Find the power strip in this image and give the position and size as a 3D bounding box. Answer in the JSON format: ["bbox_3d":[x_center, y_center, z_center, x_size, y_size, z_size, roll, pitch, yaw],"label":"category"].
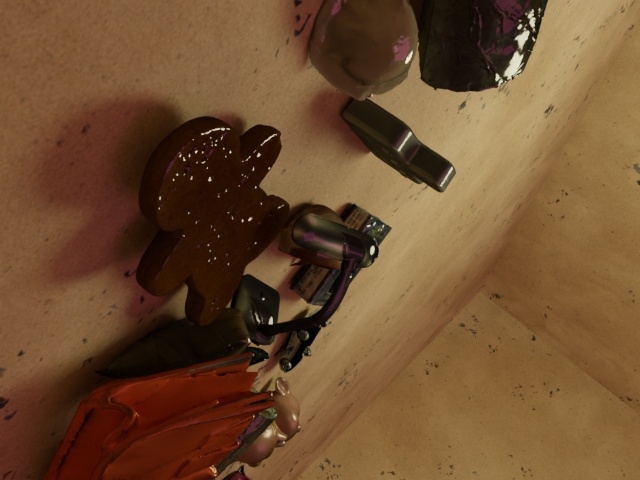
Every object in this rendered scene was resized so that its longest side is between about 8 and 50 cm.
[{"bbox_3d":[0.151,-0.158,1.268,0.059,0.193,0.265,-54,160,3],"label":"power strip"}]

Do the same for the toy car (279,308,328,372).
[{"bbox_3d":[-0.049,0.252,1.765,0.095,0.056,0.205,-28,154,-49],"label":"toy car"}]

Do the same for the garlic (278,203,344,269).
[{"bbox_3d":[0.004,0.008,1.363,0.128,0.115,0.207,-55,164,-8],"label":"garlic"}]

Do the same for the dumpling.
[{"bbox_3d":[0.057,-0.284,0.987,0.154,0.181,0.111,-20,-163,-1],"label":"dumpling"}]

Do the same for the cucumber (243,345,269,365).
[{"bbox_3d":[-0.178,0.239,1.462,0.077,0.062,0.211,-20,173,14],"label":"cucumber"}]

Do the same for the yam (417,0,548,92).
[{"bbox_3d":[0.254,-0.385,1.089,0.271,0.201,0.203,84,8,-46],"label":"yam"}]

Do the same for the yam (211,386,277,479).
[{"bbox_3d":[-0.224,0.425,1.564,0.254,0.154,0.154,-42,159,-13],"label":"yam"}]

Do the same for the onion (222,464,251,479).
[{"bbox_3d":[-0.313,0.887,2.174,0.348,0.159,0.267,-39,155,-32],"label":"onion"}]

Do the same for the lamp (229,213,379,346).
[{"bbox_3d":[-0.057,0.072,1.218,0.283,0.125,0.203,-29,138,29],"label":"lamp"}]

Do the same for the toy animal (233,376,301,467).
[{"bbox_3d":[-0.151,0.497,1.857,0.248,0.149,0.165,-43,177,-43],"label":"toy animal"}]

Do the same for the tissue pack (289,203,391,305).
[{"bbox_3d":[0.048,0.037,1.570,0.236,0.073,0.173,-53,160,5],"label":"tissue pack"}]

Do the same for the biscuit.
[{"bbox_3d":[-0.154,-0.042,0.984,0.283,0.064,0.432,-54,163,-12],"label":"biscuit"}]

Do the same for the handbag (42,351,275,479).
[{"bbox_3d":[-0.279,0.349,1.164,0.303,0.116,0.410,-8,146,-40],"label":"handbag"}]

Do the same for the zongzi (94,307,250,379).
[{"bbox_3d":[-0.257,0.221,1.196,0.256,0.115,0.228,-21,157,-31],"label":"zongzi"}]
